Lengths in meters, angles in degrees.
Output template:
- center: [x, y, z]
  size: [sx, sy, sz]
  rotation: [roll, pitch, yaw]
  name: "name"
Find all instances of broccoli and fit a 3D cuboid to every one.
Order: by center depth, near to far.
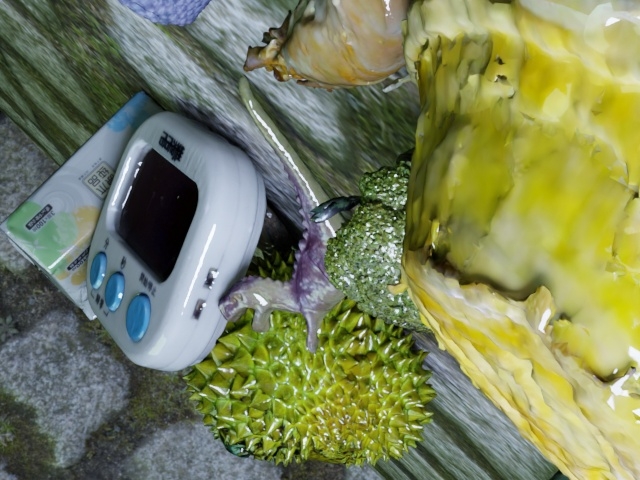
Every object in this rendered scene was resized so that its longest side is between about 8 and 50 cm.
- center: [0.066, -0.002, 0.738]
  size: [0.130, 0.131, 0.120]
  rotation: [53, -153, -46]
  name: "broccoli"

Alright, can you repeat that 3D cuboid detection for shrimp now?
- center: [-0.012, -0.137, 0.663]
  size: [0.133, 0.053, 0.236]
  rotation: [48, 167, -8]
  name: "shrimp"

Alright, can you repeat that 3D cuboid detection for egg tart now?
- center: [0.139, 0.033, 0.505]
  size: [0.341, 0.132, 0.341]
  rotation: [44, 169, 11]
  name: "egg tart"

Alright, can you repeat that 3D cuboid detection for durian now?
- center: [-0.024, 0.140, 1.288]
  size: [0.291, 0.225, 0.291]
  rotation: [36, 161, 14]
  name: "durian"

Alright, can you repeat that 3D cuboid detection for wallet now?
- center: [-0.081, -0.029, 1.374]
  size: [0.118, 0.039, 0.153]
  rotation: [43, 168, 21]
  name: "wallet"

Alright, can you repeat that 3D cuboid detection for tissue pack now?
- center: [-0.232, -0.029, 1.423]
  size: [0.145, 0.229, 0.159]
  rotation: [40, 168, 16]
  name: "tissue pack"

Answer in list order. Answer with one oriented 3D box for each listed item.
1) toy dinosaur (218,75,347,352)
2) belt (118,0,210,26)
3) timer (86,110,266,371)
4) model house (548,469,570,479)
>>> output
- center: [-0.002, 0.004, 1.051]
  size: [0.199, 0.072, 0.251]
  rotation: [21, 139, 10]
  name: "toy dinosaur"
- center: [-0.107, -0.214, 0.544]
  size: [0.230, 0.126, 0.139]
  rotation: [45, -165, 4]
  name: "belt"
- center: [-0.151, -0.001, 1.241]
  size: [0.087, 0.237, 0.262]
  rotation: [17, -169, -32]
  name: "timer"
- center: [0.246, 0.416, 1.163]
  size: [0.190, 0.301, 0.271]
  rotation: [23, 157, 45]
  name: "model house"
